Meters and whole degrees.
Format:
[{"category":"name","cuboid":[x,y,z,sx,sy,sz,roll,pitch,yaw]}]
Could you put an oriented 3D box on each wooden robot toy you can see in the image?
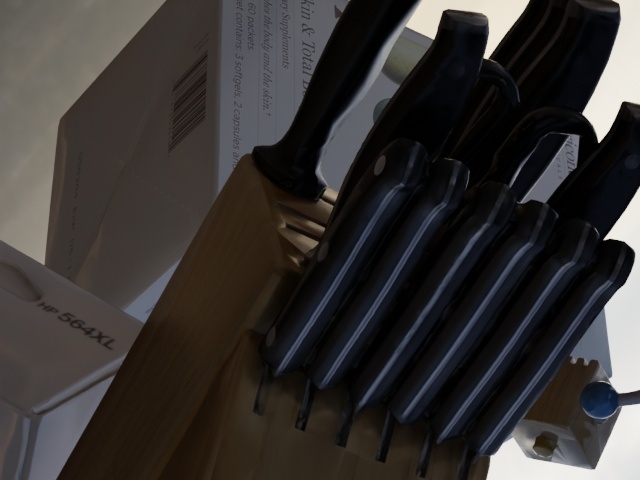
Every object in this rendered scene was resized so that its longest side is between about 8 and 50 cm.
[{"category":"wooden robot toy","cuboid":[0.144,0.040,0.549,0.173,0.076,0.079,-11,-137,48]}]

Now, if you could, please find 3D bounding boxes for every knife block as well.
[{"category":"knife block","cuboid":[-0.004,0.033,0.578,0.276,0.088,0.242,-33,-144,58]}]

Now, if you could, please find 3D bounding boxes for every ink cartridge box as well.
[{"category":"ink cartridge box","cuboid":[-0.163,0.104,0.721,0.086,0.148,0.203,-30,141,-53]}]

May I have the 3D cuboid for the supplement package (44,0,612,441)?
[{"category":"supplement package","cuboid":[0.000,0.000,1.019,0.198,0.263,0.199,-40,-140,42]}]
